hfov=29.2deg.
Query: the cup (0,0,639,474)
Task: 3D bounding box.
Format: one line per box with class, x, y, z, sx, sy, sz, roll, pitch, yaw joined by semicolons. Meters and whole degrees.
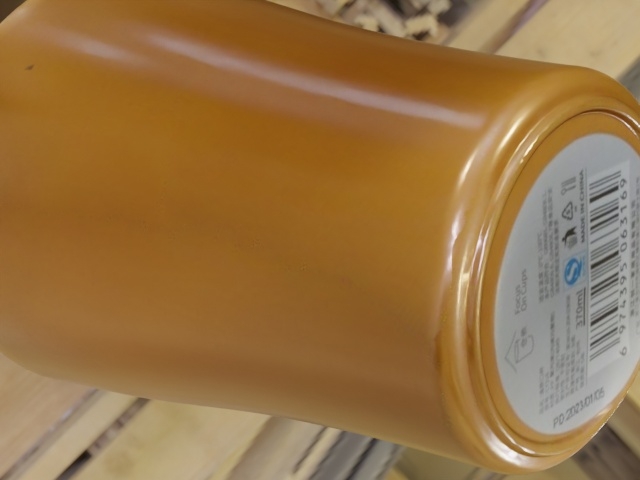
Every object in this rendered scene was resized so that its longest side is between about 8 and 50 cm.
cup;0.000;0.000;0.487;0.264;0.182;0.226;13;-14;42
